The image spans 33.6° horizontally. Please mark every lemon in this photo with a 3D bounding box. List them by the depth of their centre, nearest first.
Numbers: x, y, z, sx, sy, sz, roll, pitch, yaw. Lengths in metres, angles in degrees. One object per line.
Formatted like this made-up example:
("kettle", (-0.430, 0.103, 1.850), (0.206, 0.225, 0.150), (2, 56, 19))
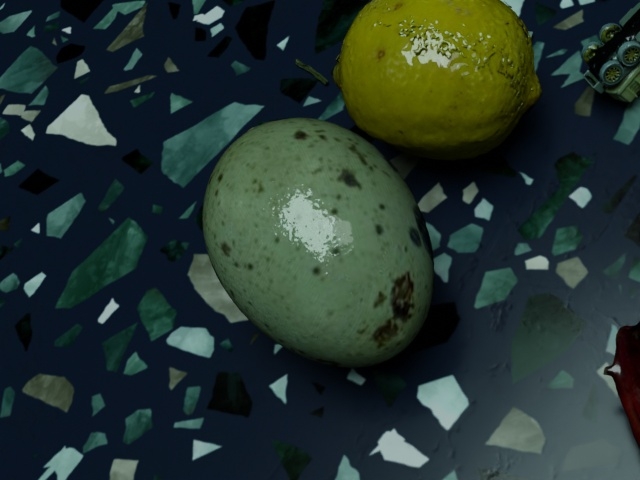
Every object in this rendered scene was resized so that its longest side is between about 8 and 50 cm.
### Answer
("lemon", (0.159, -0.239, 1.515), (0.310, 0.258, 0.258), (9, 67, 25))

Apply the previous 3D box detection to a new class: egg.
("egg", (0.000, 0.000, 1.432), (0.287, 0.287, 0.379), (-43, 63, -5))

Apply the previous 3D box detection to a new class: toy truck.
("toy truck", (0.468, -0.276, 1.496), (0.191, 0.116, 0.085), (-48, 30, 18))

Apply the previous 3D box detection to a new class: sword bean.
("sword bean", (-0.014, -0.279, 1.750), (0.012, 0.012, 0.083), (-46, 56, -6))

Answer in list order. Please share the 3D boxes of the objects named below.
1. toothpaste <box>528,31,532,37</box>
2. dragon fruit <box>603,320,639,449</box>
("toothpaste", (0.261, -0.316, 1.657), (0.140, 0.021, 0.037), (9, 66, 23))
("dragon fruit", (0.517, 0.239, 1.224), (0.286, 0.228, 0.329), (-15, 75, 50))
